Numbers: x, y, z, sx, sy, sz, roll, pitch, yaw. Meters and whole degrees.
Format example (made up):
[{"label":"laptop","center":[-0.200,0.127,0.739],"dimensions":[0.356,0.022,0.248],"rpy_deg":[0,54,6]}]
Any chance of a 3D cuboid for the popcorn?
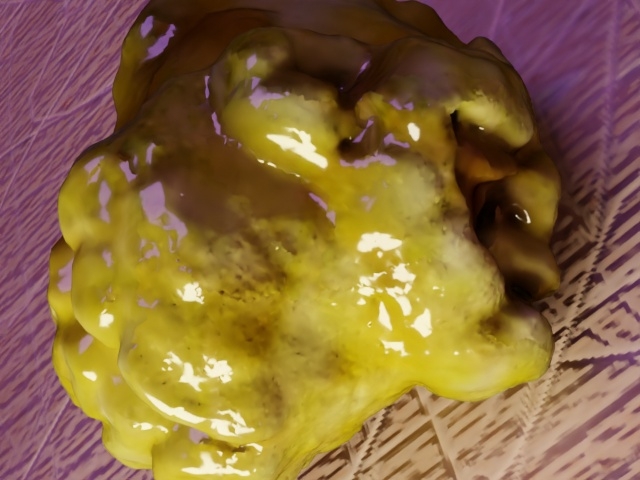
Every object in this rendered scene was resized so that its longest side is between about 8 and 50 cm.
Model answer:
[{"label":"popcorn","center":[0.000,0.000,0.510],"dimensions":[0.203,0.226,0.200],"rpy_deg":[18,121,15]}]
